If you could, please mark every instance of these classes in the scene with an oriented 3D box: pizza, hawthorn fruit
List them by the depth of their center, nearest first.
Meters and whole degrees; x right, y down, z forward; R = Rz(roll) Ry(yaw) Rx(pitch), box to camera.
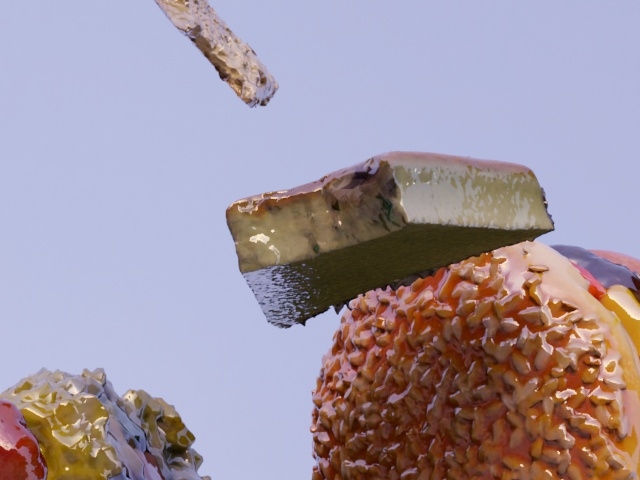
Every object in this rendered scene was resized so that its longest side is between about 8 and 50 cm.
[{"bbox_3d":[-0.236,0.152,1.192,0.081,0.093,0.081,54,-20,29],"label":"hawthorn fruit"},{"bbox_3d":[-0.092,-0.170,1.397,0.034,0.262,0.181,-41,-80,4],"label":"pizza"}]

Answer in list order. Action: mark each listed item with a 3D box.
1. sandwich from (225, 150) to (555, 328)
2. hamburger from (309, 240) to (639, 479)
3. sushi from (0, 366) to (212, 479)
[{"bbox_3d":[0.000,0.000,1.182,0.245,0.212,0.063,-23,-105,34],"label":"sandwich"},{"bbox_3d":[0.156,0.151,1.382,0.250,0.330,0.330,14,-31,-39],"label":"hamburger"},{"bbox_3d":[-0.178,0.299,1.382,0.240,0.351,0.397,-30,-95,7],"label":"sushi"}]
